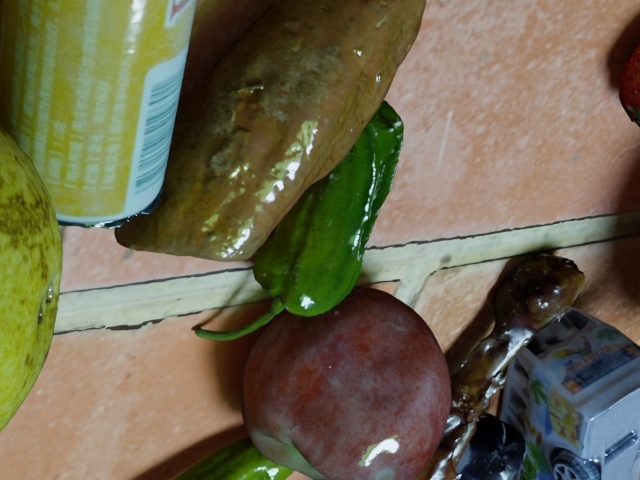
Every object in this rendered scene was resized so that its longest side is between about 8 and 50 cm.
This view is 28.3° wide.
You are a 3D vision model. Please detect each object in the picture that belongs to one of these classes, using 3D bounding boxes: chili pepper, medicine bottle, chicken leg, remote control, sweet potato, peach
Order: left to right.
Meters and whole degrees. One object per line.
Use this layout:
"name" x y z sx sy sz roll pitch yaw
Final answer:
"medicine bottle" -0.082 -0.196 0.532 0.108 0.108 0.426 -13 135 -34
"chili pepper" -0.088 0.188 0.946 0.201 0.052 0.050 -25 154 -21
"sweet potato" -0.016 -0.081 0.719 0.252 0.097 0.097 -50 144 -5
"chili pepper" 0.000 -0.001 0.835 0.072 0.073 0.204 -14 138 -53
"peach" 0.025 0.105 0.908 0.152 0.152 0.152 -25 140 -23
"remote control" 0.086 0.264 1.172 0.266 0.066 0.090 -53 -175 17
"chicken leg" 0.118 0.135 1.073 0.304 0.093 0.113 -55 160 2

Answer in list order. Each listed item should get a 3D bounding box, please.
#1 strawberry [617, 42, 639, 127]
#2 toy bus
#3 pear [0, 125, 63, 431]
"strawberry" 0.274 -0.119 0.949 0.106 0.106 0.106 -25 140 -23
"toy bus" 0.233 0.217 1.204 0.109 0.136 0.330 -27 140 -25
"pear" -0.210 0.022 0.564 0.197 0.197 0.197 -25 140 -23
